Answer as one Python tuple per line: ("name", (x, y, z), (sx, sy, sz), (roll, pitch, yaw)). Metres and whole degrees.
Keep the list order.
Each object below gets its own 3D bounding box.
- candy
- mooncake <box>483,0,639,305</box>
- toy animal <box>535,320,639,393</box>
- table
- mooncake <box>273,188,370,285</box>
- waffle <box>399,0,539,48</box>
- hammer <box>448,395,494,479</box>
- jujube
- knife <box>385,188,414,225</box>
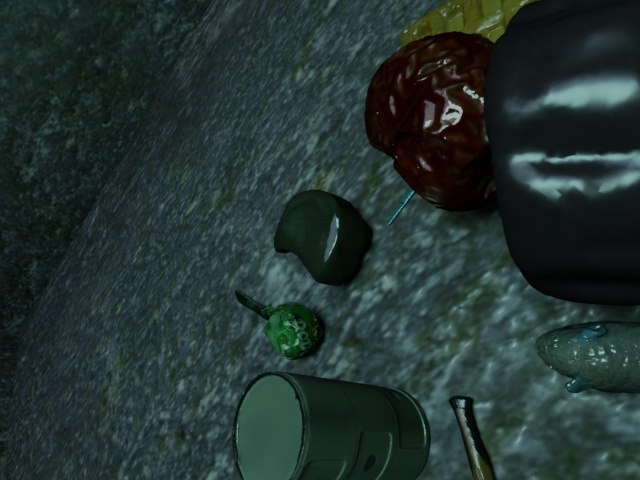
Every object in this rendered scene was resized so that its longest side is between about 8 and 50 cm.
("candy", (-0.106, 0.136, 0.830), (0.324, 0.097, 0.096), (14, 83, 57))
("mooncake", (0.258, -0.082, 0.374), (0.141, 0.283, 0.282), (-2, 71, 42))
("toy animal", (0.320, 0.101, 0.371), (0.253, 0.079, 0.070), (-13, 84, 45))
("table", (0.019, 0.234, 0.524), (0.127, 0.220, 0.126), (-23, 57, 39))
("mooncake", (0.000, 0.000, 0.748), (0.169, 0.104, 0.175), (-36, 51, 27))
("waffle", (0.248, -0.322, 0.666), (0.274, 0.057, 0.167), (-18, 59, 41))
("hammer", (0.182, 0.276, 0.481), (0.078, 0.021, 0.200), (-36, 49, 31))
("jujube", (0.167, -0.159, 0.557), (0.213, 0.213, 0.232), (-51, 42, 18))
("knife", (0.135, -0.062, 0.705), (0.091, 0.005, 0.014), (-53, 44, 14))
